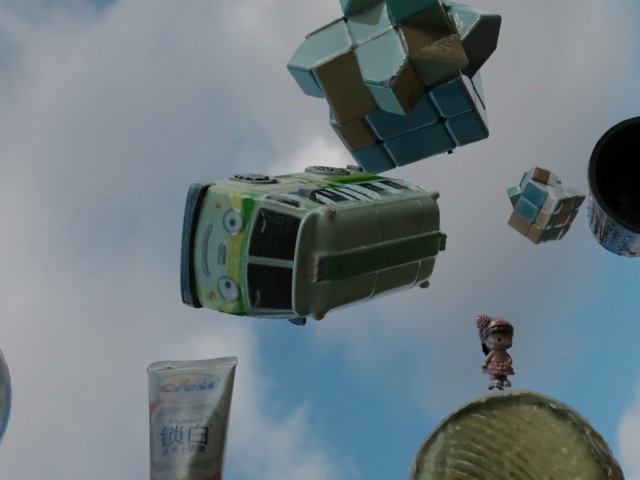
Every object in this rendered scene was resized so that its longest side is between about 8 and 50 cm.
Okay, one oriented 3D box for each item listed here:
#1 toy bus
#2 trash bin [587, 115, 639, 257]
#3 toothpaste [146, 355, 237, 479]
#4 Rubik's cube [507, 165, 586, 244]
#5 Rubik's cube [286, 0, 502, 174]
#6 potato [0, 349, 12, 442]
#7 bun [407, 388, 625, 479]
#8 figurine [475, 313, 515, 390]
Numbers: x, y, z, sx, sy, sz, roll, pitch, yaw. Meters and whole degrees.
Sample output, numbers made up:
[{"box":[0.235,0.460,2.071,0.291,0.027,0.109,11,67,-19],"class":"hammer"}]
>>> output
[{"box":[0.000,0.000,1.068,0.276,0.164,0.134,-12,-69,-53],"class":"toy bus"},{"box":[0.435,-0.056,1.394,0.175,0.175,0.161,-62,-13,-17],"class":"trash bin"},{"box":[-0.132,0.238,1.022,0.323,0.100,0.066,-95,-1,-48],"class":"toothpaste"},{"box":[0.245,-0.041,1.163,0.084,0.073,0.075,11,-67,-57],"class":"Rubik's cube"},{"box":[0.104,-0.227,1.324,0.213,0.265,0.224,52,-153,-45],"class":"Rubik's cube"},{"box":[-0.553,0.255,1.265,0.385,0.319,0.442,73,-149,-42],"class":"potato"},{"box":[0.241,0.309,1.245,0.259,0.259,0.152,-67,-20,-12],"class":"bun"},{"box":[0.298,0.192,1.788,0.072,0.054,0.129,4,-100,-16],"class":"figurine"}]
